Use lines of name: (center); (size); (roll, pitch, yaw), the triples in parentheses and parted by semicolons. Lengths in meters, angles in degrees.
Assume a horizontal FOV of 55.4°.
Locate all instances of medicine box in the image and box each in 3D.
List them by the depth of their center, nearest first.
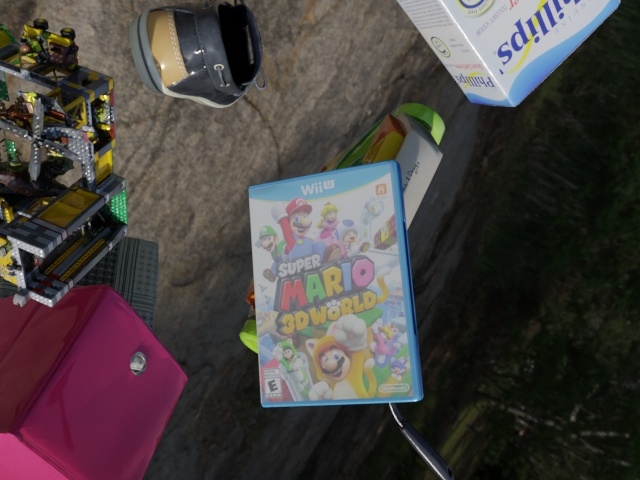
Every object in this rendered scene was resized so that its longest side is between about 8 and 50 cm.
medicine box: (0.308, -0.423, 1.034); (0.263, 0.289, 0.149); (-45, -158, 0)

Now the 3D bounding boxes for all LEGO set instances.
LEGO set: (-0.372, -0.077, 0.722); (0.192, 0.255, 0.331); (-60, 175, -48)

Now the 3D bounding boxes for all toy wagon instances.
toy wagon: (0.000, 0.000, 0.663); (0.267, 0.068, 0.344); (-61, -165, -25)

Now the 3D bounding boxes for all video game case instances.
video game case: (0.007, 0.033, 0.440); (0.015, 0.119, 0.166); (18, 66, -66)

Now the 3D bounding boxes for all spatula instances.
spatula: (0.117, 0.251, 0.905); (0.030, 0.296, 0.084); (-28, -167, 25)

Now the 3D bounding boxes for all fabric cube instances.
fabric cube: (-0.413, 0.255, 0.956); (0.254, 0.259, 0.258); (62, 31, -35)

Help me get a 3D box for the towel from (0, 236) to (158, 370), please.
towel: (-0.499, 0.109, 1.278); (0.056, 0.312, 0.324); (-52, -146, 45)

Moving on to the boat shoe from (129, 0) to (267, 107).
boat shoe: (-0.177, -0.349, 1.133); (0.500, 0.156, 0.187); (-58, 137, -74)
